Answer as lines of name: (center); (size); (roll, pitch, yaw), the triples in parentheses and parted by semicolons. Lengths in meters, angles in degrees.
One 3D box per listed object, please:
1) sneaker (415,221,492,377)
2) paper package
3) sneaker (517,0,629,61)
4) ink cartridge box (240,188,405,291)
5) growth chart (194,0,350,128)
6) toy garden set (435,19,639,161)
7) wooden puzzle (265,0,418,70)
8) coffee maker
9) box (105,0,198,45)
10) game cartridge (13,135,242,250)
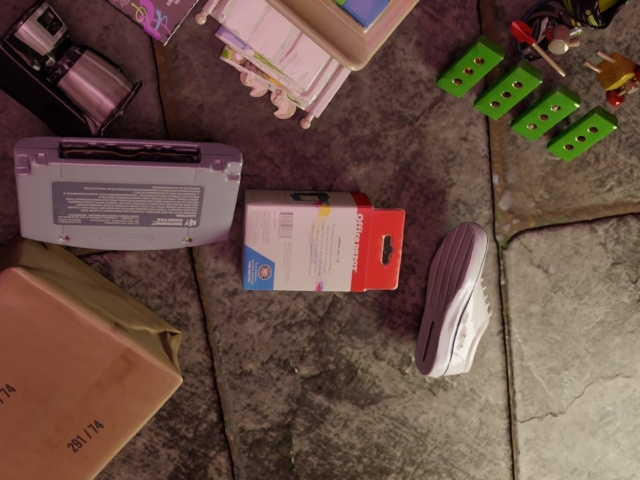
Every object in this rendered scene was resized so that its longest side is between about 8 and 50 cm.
sneaker: (0.218, 0.091, 1.515); (0.091, 0.094, 0.258); (2, 114, -28)
paper package: (-0.408, 0.200, 1.413); (0.309, 0.168, 0.325); (38, 100, -20)
sneaker: (0.361, -0.320, 1.385); (0.188, 0.078, 0.067); (-32, 111, 6)
ink cartridge box: (0.000, 0.000, 1.447); (0.231, 0.078, 0.134); (2, 110, -9)
growth chart: (-0.057, -0.282, 1.370); (0.237, 0.021, 0.172); (41, 100, -19)
toy garden set: (0.322, -0.231, 1.382); (0.244, 0.049, 0.204); (28, 145, -16)
wooden puzzle: (0.042, -0.447, 1.282); (0.322, 0.080, 0.348); (37, 96, -18)
coffee maker: (-0.358, -0.203, 1.303); (0.178, 0.120, 0.171); (41, 100, -18)
box: (-0.240, -0.356, 1.314); (0.162, 0.029, 0.116); (37, 101, -17)
game cartridge: (-0.264, -0.059, 1.350); (0.294, 0.060, 0.196); (1, 140, -13)
